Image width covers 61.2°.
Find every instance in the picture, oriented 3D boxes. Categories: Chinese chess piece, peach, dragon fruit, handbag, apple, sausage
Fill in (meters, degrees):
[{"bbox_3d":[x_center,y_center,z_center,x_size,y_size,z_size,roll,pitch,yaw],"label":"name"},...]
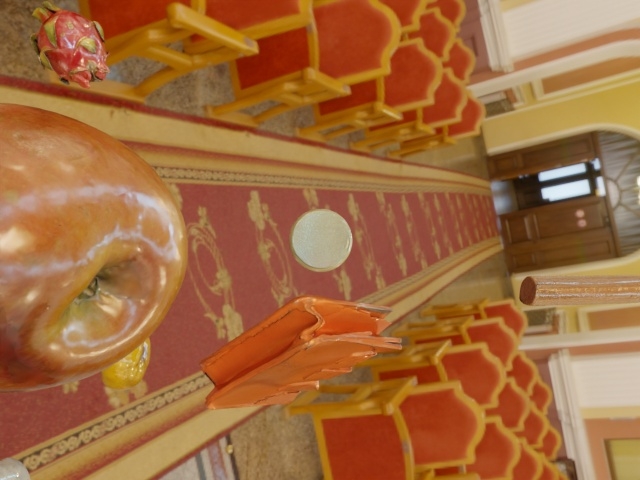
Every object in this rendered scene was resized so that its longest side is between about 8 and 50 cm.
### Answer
[{"bbox_3d":[0.000,0.000,0.713,0.034,0.084,0.084,121,-40,-83],"label":"Chinese chess piece"},{"bbox_3d":[-0.460,0.259,1.272,0.179,0.103,0.179,-176,-90,-87],"label":"peach"},{"bbox_3d":[-0.317,-0.250,0.683,0.116,0.086,0.081,62,-18,16],"label":"dragon fruit"},{"bbox_3d":[-0.056,0.259,1.215,0.303,0.410,0.116,13,52,-43],"label":"handbag"},{"bbox_3d":[-0.235,0.007,0.438,0.253,0.253,0.253,39,45,-54],"label":"apple"},{"bbox_3d":[0.220,0.040,0.437,0.026,0.116,0.026,180,-90,-81],"label":"sausage"}]

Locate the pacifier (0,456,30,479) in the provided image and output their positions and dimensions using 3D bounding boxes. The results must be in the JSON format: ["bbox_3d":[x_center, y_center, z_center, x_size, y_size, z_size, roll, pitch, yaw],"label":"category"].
[{"bbox_3d":[-0.584,0.390,0.812,0.288,0.269,0.343,165,-76,-70],"label":"pacifier"}]
